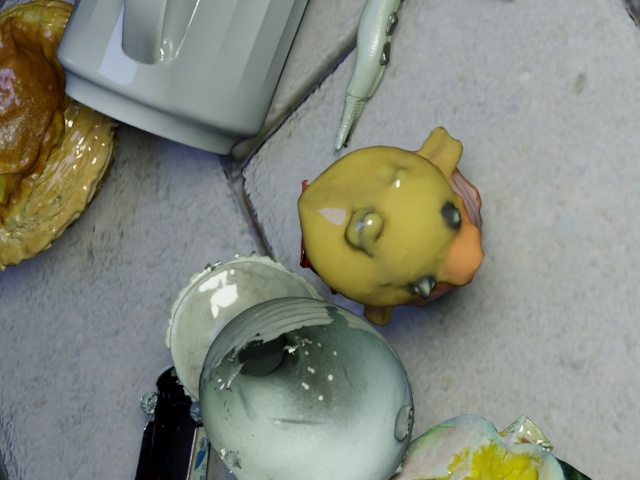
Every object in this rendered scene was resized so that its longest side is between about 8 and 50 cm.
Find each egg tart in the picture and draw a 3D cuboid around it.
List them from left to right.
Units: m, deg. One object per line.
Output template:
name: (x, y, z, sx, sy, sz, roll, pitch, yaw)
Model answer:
egg tart: (-0.352, -0.120, 2.109, 0.352, 0.150, 0.352, -13, 69, 36)

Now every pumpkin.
pumpkin: (0.155, 0.301, 1.482, 0.263, 0.197, 0.293, -53, 26, -3)

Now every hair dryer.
hair dryer: (0.107, -0.221, 1.760, 0.229, 0.092, 0.267, 2, 95, 38)

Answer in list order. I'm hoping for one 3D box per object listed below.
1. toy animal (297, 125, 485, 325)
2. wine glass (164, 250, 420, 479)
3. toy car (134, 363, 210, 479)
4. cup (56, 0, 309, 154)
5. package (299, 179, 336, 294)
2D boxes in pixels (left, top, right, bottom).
toy animal: (0.066, -0.015, 1.576, 0.169, 0.281, 0.195, 20, 95, 3)
wine glass: (-0.035, 0.128, 1.638, 0.357, 0.190, 0.190, -137, 67, -74)
toy car: (-0.158, 0.235, 1.899, 0.095, 0.056, 0.205, 1, 78, 44)
cup: (-0.135, -0.274, 1.826, 0.237, 0.323, 0.327, 23, 96, 8)
package: (0.000, 0.000, 1.725, 0.022, 0.200, 0.083, -2, 80, 9)
